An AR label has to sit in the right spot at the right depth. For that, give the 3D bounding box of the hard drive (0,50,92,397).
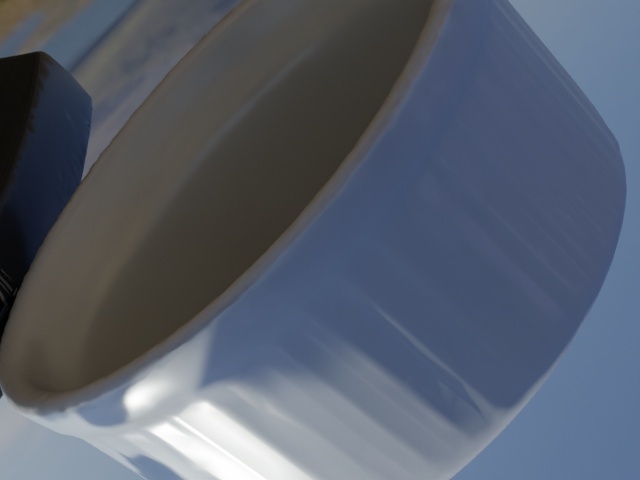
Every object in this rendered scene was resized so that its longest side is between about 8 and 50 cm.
[{"bbox_3d":[-0.214,-0.007,0.910,0.172,0.054,0.255,-7,-143,11],"label":"hard drive"}]

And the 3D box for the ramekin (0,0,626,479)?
[{"bbox_3d":[0.000,0.000,0.792,0.277,0.135,0.277,-39,-157,20],"label":"ramekin"}]
